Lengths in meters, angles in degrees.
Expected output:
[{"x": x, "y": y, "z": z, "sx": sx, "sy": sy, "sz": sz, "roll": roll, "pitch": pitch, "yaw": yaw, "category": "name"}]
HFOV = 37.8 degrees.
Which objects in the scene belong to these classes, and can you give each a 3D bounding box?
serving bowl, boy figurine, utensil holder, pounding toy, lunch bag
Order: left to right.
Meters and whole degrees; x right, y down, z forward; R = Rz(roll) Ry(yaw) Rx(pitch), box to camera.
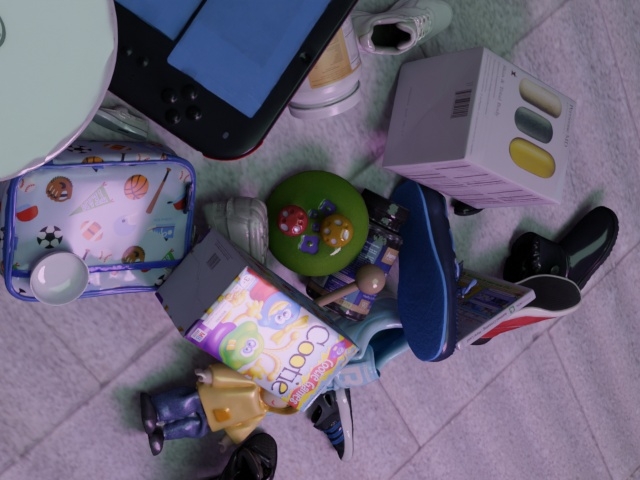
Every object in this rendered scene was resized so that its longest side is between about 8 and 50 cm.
[{"x": -0.435, "y": -0.260, "z": 1.051, "sx": 0.327, "sy": 0.385, "sz": 0.328, "roll": -14, "pitch": 116, "yaw": -30, "category": "utensil holder"}, {"x": -0.370, "y": 0.049, "z": 1.320, "sx": 0.083, "sy": 0.027, "sz": 0.083, "roll": -14, "pitch": 121, "yaw": -25, "category": "serving bowl"}, {"x": -0.328, "y": -0.024, "z": 1.398, "sx": 0.303, "sy": 0.115, "sz": 0.243, "roll": -3, "pitch": 113, "yaw": -32, "category": "lunch bag"}, {"x": -0.160, "y": 0.289, "z": 1.611, "sx": 0.285, "sy": 0.092, "sz": 0.177, "roll": -10, "pitch": 117, "yaw": -9, "category": "boy figurine"}, {"x": 0.000, "y": 0.000, "z": 1.559, "sx": 0.183, "sy": 0.110, "sz": 0.237, "roll": -20, "pitch": 94, "yaw": 2, "category": "pounding toy"}]

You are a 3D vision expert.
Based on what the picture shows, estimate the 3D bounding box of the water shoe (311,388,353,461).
[{"x": 0.023, "y": 0.351, "z": 1.829, "sx": 0.080, "sy": 0.073, "sz": 0.203, "roll": -3, "pitch": 124, "yaw": 4, "category": "water shoe"}]

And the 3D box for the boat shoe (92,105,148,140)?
[{"x": -0.300, "y": -0.183, "z": 1.400, "sx": 0.100, "sy": 0.035, "sz": 0.035, "roll": 21, "pitch": 70, "yaw": -34, "category": "boat shoe"}]

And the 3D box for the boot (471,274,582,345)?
[{"x": 0.406, "y": 0.152, "z": 1.938, "sx": 0.244, "sy": 0.088, "sz": 0.176, "roll": -8, "pitch": 152, "yaw": -15, "category": "boot"}]

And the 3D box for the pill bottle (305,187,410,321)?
[{"x": 0.071, "y": 0.024, "z": 1.677, "sx": 0.123, "sy": 0.123, "sz": 0.219, "roll": 23, "pitch": 96, "yaw": -38, "category": "pill bottle"}]

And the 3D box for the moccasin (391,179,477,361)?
[{"x": 0.217, "y": 0.050, "z": 1.699, "sx": 0.117, "sy": 0.137, "sz": 0.342, "roll": 11, "pitch": 71, "yaw": -40, "category": "moccasin"}]

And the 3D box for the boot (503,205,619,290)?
[{"x": 0.510, "y": 0.017, "z": 1.986, "sx": 0.207, "sy": 0.094, "sz": 0.246, "roll": 20, "pitch": 103, "yaw": -42, "category": "boot"}]

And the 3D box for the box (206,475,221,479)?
[{"x": -0.232, "y": 0.549, "z": 1.682, "sx": 0.270, "sy": 0.143, "sz": 0.165, "roll": -11, "pitch": 116, "yaw": -31, "category": "box"}]

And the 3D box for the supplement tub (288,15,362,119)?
[{"x": -0.015, "y": -0.305, "z": 1.466, "sx": 0.144, "sy": 0.144, "sz": 0.200, "roll": -29, "pitch": 123, "yaw": -21, "category": "supplement tub"}]

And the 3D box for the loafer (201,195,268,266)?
[{"x": -0.144, "y": 0.070, "z": 1.577, "sx": 0.111, "sy": 0.112, "sz": 0.319, "roll": 3, "pitch": 118, "yaw": 4, "category": "loafer"}]

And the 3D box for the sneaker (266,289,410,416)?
[{"x": 0.027, "y": 0.218, "z": 1.711, "sx": 0.366, "sy": 0.150, "sz": 0.135, "roll": -34, "pitch": 124, "yaw": -16, "category": "sneaker"}]

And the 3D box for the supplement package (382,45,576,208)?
[{"x": 0.282, "y": -0.188, "z": 1.649, "sx": 0.262, "sy": 0.198, "sz": 0.199, "roll": 19, "pitch": 77, "yaw": -38, "category": "supplement package"}]

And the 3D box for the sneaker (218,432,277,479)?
[{"x": -0.117, "y": 0.399, "z": 1.660, "sx": 0.130, "sy": 0.087, "sz": 0.227, "roll": -54, "pitch": 174, "yaw": 31, "category": "sneaker"}]

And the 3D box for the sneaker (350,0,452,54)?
[{"x": 0.141, "y": -0.350, "z": 1.570, "sx": 0.232, "sy": 0.115, "sz": 0.090, "roll": -22, "pitch": 120, "yaw": -25, "category": "sneaker"}]

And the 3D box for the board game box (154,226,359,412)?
[{"x": -0.096, "y": 0.128, "z": 1.461, "sx": 0.142, "sy": 0.144, "sz": 0.275, "roll": -49, "pitch": 127, "yaw": 2, "category": "board game box"}]

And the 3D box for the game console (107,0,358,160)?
[{"x": -0.149, "y": -0.342, "z": 1.316, "sx": 0.342, "sy": 0.060, "sz": 0.386, "roll": 34, "pitch": 88, "yaw": -7, "category": "game console"}]

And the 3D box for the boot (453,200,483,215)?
[{"x": 0.308, "y": -0.109, "z": 1.830, "sx": 0.121, "sy": 0.045, "sz": 0.099, "roll": -21, "pitch": 120, "yaw": -30, "category": "boot"}]

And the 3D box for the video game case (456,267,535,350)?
[{"x": 0.272, "y": 0.128, "z": 1.797, "sx": 0.193, "sy": 0.212, "sz": 0.023, "roll": -31, "pitch": 113, "yaw": -21, "category": "video game case"}]
